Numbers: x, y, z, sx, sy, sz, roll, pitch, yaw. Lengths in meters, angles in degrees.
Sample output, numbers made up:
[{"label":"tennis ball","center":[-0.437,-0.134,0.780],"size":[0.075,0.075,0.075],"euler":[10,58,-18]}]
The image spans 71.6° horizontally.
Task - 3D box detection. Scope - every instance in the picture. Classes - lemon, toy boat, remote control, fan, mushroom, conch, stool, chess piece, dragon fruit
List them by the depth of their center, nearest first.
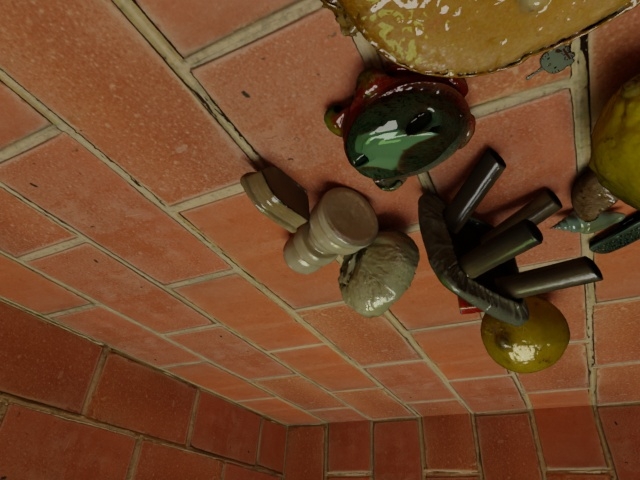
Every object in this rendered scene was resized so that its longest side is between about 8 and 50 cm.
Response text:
[{"label":"lemon","center":[0.624,-0.170,0.769],"size":[0.322,0.268,0.268],"euler":[17,143,-28]},{"label":"fan","center":[0.412,-0.316,0.801],"size":[0.056,0.004,0.083],"euler":[27,138,-31]},{"label":"dragon fruit","center":[0.154,-0.218,0.867],"size":[0.296,0.129,0.268],"euler":[-3,150,9]},{"label":"mushroom","center":[0.632,-0.123,0.999],"size":[0.094,0.072,0.209],"euler":[33,142,4]},{"label":"stool","center":[0.411,-0.008,1.004],"size":[0.311,0.310,0.226],"euler":[24,131,-28]},{"label":"toy boat","center":[-0.103,-0.109,1.050],"size":[0.061,0.116,0.188],"euler":[-27,138,29]},{"label":"conch","center":[0.670,-0.041,1.123],"size":[0.180,0.065,0.088],"euler":[-7,143,5]},{"label":"remote control","center":[0.805,-0.027,1.152],"size":[0.072,0.042,0.222],"euler":[15,145,-16]},{"label":"chess piece","center":[0.000,0.000,1.171],"size":[0.167,0.166,0.300],"euler":[21,146,-23]},{"label":"lemon","center":[0.656,0.299,1.437],"size":[0.311,0.257,0.258],"euler":[0,153,-40]}]

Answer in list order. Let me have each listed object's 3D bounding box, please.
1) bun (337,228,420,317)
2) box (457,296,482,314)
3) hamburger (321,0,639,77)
[{"label":"bun","center":[0.141,0.069,1.183],"size":[0.152,0.259,0.259],"euler":[31,140,-8]},{"label":"box","center":[0.521,0.167,1.394],"size":[0.175,0.112,0.048],"euler":[-9,144,18]},{"label":"hamburger","center":[0.144,-0.355,0.537],"size":[0.446,0.268,0.287],"euler":[10,143,-17]}]
